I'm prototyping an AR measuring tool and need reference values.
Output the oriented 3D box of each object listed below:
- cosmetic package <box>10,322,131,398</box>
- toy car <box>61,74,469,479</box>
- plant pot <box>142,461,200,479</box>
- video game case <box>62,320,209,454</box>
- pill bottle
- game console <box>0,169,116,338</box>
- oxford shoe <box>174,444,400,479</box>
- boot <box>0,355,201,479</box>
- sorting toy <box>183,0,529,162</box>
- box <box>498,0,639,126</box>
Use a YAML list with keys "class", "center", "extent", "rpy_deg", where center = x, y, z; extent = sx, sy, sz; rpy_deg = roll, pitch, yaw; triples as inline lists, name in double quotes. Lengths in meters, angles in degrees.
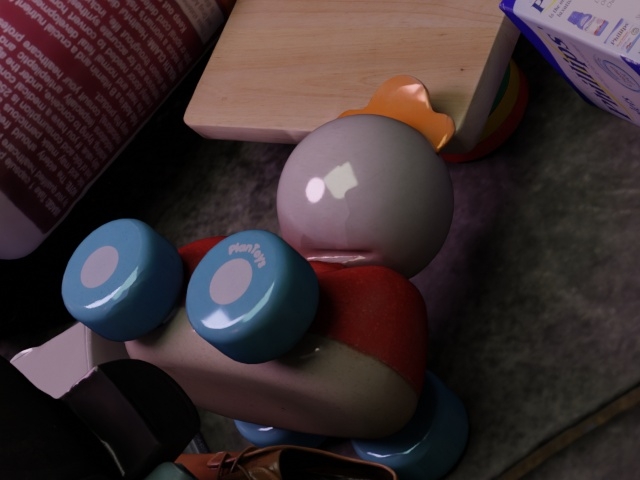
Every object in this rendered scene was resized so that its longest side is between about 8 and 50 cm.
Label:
- class: "cosmetic package"
  center: [-0.165, 0.187, 1.079]
  extent: [0.127, 0.107, 0.238]
  rpy_deg: [-29, 44, 21]
- class: "toy car"
  center: [0.000, 0.000, 1.025]
  extent: [0.210, 0.219, 0.238]
  rpy_deg: [5, 63, 41]
- class: "plant pot"
  center: [-0.101, 0.319, 0.829]
  extent: [0.334, 0.341, 0.341]
  rpy_deg: [-46, 43, -8]
- class: "video game case"
  center: [-0.173, 0.183, 1.178]
  extent: [0.196, 0.026, 0.274]
  rpy_deg: [-42, 43, 8]
- class: "pill bottle"
  center: [-0.252, -0.130, 1.254]
  extent: [0.392, 0.224, 0.224]
  rpy_deg: [-50, 43, -11]
- class: "game console"
  center: [-0.264, -0.074, 1.416]
  extent: [0.213, 0.044, 0.361]
  rpy_deg: [-15, 54, 29]
- class: "oxford shoe"
  center: [-0.052, 0.151, 0.986]
  extent: [0.212, 0.076, 0.076]
  rpy_deg: [1, 48, -2]
- class: "boot"
  center: [-0.227, 0.175, 0.866]
  extent: [0.280, 0.264, 0.096]
  rpy_deg: [-45, 76, 17]
- class: "sorting toy"
  center: [0.061, -0.168, 1.184]
  extent: [0.257, 0.089, 0.255]
  rpy_deg: [7, 66, 41]
- class: "box"
  center: [0.205, -0.124, 1.012]
  extent: [0.072, 0.126, 0.137]
  rpy_deg: [-53, 43, -2]
